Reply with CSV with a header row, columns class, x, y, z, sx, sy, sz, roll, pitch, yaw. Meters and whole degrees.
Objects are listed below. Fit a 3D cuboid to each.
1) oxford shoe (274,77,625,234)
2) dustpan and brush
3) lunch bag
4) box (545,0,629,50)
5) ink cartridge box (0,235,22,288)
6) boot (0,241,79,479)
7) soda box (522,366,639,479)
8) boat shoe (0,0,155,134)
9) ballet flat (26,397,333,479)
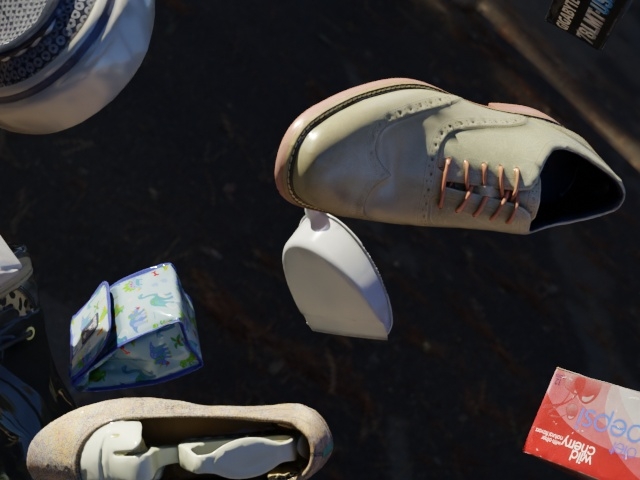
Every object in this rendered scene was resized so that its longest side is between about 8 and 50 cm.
class,x,y,z,sx,sy,sz,roll,pitch,yaw
oxford shoe,0.141,-0.075,1.218,0.397,0.140,0.146,-6,25,-35
dustpan and brush,0.000,0.000,1.298,0.060,0.147,0.211,-42,114,-28
lunch bag,-0.227,0.109,1.464,0.129,0.151,0.096,-107,174,-56
box,0.311,-0.334,1.050,0.073,0.295,0.293,33,-3,8
ink cartridge box,-0.377,-0.050,0.912,0.278,0.117,0.201,54,10,4
boot,-0.417,0.206,1.348,0.377,0.138,0.284,-46,126,-44
soda box,0.306,0.192,1.090,0.083,0.092,0.263,29,-9,-31
boat shoe,-0.212,-0.191,0.613,0.340,0.127,0.158,49,4,39
ballet flat,-0.144,0.212,1.238,0.316,0.107,0.106,-7,6,-2
